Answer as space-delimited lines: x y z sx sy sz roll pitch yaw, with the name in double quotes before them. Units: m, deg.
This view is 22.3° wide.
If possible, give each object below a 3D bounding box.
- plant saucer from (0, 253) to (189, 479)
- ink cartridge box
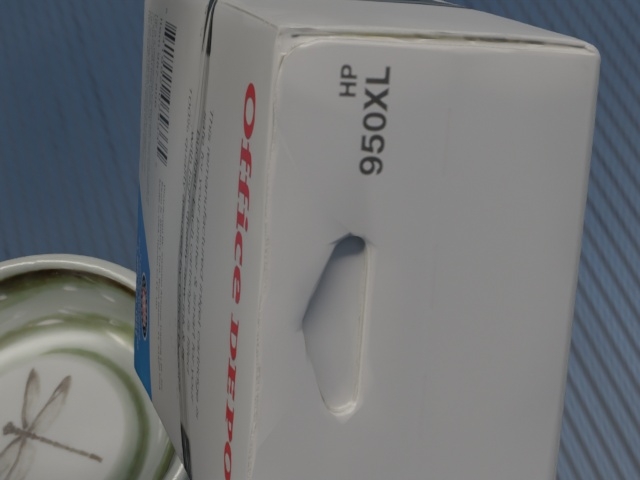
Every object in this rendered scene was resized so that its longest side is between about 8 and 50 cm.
"plant saucer" -0.306 0.206 1.739 0.400 0.100 0.400 -6 57 9
"ink cartridge box" 0.000 0.000 0.943 0.166 0.285 0.395 0 13 -14
